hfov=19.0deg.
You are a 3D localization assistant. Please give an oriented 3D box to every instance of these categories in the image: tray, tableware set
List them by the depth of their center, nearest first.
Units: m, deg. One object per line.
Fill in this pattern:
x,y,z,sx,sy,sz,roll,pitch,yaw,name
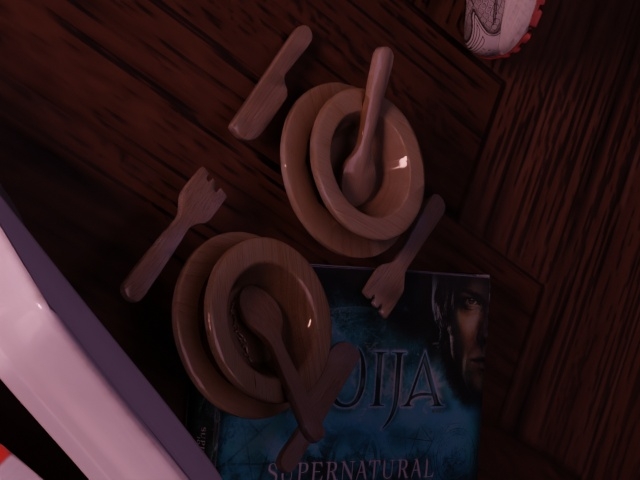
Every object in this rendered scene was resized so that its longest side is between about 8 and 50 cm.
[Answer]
-0.068,0.069,0.671,0.030,0.145,0.270,-37,134,-5,tray
0.000,0.000,0.887,0.128,0.039,0.194,50,49,-23,tableware set

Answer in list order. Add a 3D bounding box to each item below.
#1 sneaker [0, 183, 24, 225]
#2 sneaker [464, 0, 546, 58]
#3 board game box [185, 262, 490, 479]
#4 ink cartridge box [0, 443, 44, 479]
-0.205,-0.058,0.696,0.271,0.100,0.108,54,23,-23,sneaker
0.066,-0.193,0.953,0.088,0.093,0.225,-84,164,-56,sneaker
0.012,0.073,0.945,0.186,0.026,0.126,4,90,-44,board game box
-0.167,0.193,0.596,0.308,0.091,0.385,-46,122,-34,ink cartridge box
